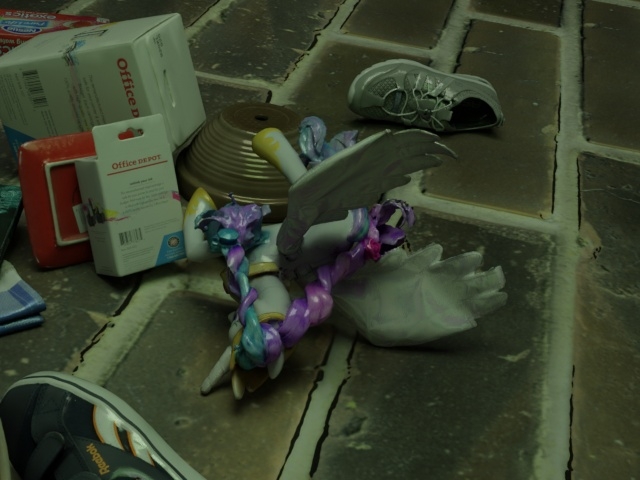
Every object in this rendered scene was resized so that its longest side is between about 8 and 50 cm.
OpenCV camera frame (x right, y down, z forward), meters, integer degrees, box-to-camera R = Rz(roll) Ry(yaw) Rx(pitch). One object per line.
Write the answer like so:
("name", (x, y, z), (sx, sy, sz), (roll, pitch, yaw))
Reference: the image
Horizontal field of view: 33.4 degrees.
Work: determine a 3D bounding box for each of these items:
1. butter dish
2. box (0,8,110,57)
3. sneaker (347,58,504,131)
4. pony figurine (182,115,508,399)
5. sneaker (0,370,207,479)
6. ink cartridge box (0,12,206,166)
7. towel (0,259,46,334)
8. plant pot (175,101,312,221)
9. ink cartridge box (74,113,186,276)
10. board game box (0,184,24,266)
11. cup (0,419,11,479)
("butter dish", (-0.315, -0.057, 1.353), (0.160, 0.160, 0.118), (-15, 13, -35))
("box", (-0.471, -0.290, 1.713), (0.256, 0.128, 0.123), (4, 30, -8))
("sneaker", (0.185, -0.239, 1.803), (0.281, 0.105, 0.115), (-1, 31, -17))
("pony figurine", (0.000, 0.000, 1.228), (0.351, 0.303, 0.363), (-26, 36, 5))
("sneaker", (-0.186, 0.220, 0.888), (0.321, 0.126, 0.127), (28, 29, 28))
("ink cartridge box", (-0.307, -0.203, 1.490), (0.232, 0.171, 0.168), (-5, 25, 18))
("towel", (-0.466, 0.038, 1.236), (0.209, 0.034, 0.285), (-15, 37, -33))
("plant pot", (-0.090, -0.129, 1.544), (0.237, 0.110, 0.237), (6, 28, -3))
("ink cartridge box", (-0.232, -0.057, 1.300), (0.104, 0.181, 0.061), (-17, 14, -38))
("board game box", (-0.432, -0.022, 1.282), (0.126, 0.026, 0.186), (7, 27, -8))
("cup", (-0.417, 0.196, 0.737), (0.236, 0.331, 0.331), (-11, 22, 24))
